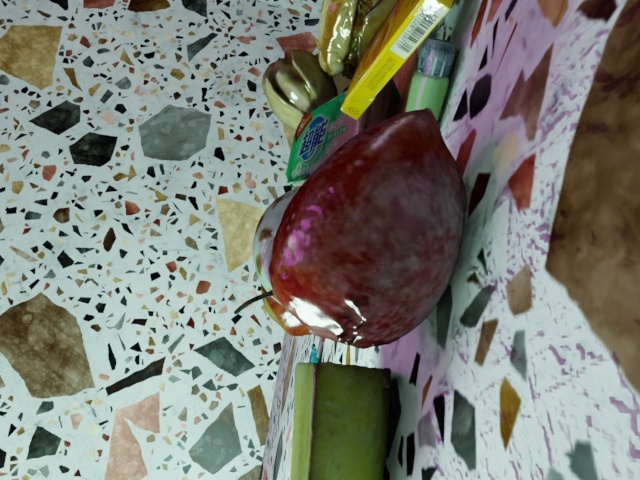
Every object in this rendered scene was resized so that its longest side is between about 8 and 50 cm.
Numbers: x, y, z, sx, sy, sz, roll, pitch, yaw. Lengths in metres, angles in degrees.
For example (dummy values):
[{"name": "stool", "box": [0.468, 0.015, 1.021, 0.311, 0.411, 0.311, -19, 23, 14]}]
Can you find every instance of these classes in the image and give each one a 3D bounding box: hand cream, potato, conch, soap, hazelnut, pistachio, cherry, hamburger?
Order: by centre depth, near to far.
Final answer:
[{"name": "cherry", "box": [0.050, -0.011, 0.479, 0.175, 0.192, 0.250, 42, 118, 39]}, {"name": "potato", "box": [0.017, 0.281, 0.592, 0.269, 0.111, 0.256, 111, 165, -74]}, {"name": "hand cream", "box": [0.132, -0.166, 0.631, 0.095, 0.045, 0.175, -87, 5, -64]}, {"name": "conch", "box": [0.000, 0.000, 0.862, 0.249, 0.197, 0.368, -38, 30, 27]}, {"name": "soap", "box": [0.040, -0.194, 0.957, 0.273, 0.097, 0.218, -2, 72, 61]}, {"name": "hamburger", "box": [0.090, -0.504, 1.004, 0.305, 0.174, 0.285, 110, 167, -54]}, {"name": "hazelnut", "box": [-0.038, 0.103, 1.081, 0.210, 0.186, 0.211, 6, -90, -80]}, {"name": "pistachio", "box": [-0.038, -0.338, 1.148, 0.182, 0.162, 0.293, 59, -175, 12]}]

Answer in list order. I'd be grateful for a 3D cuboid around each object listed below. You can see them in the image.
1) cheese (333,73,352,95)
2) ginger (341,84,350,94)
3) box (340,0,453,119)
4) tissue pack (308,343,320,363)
[{"name": "cheese", "box": [0.045, -0.393, 1.476, 0.233, 0.127, 0.266, 110, 170, -58]}, {"name": "ginger", "box": [0.078, -0.279, 1.158, 0.137, 0.089, 0.290, 74, -167, -51]}, {"name": "box", "box": [0.115, -0.299, 0.697, 0.153, 0.043, 0.269, -66, 12, -22]}, {"name": "tissue pack", "box": [-0.017, 0.329, 1.217, 0.085, 0.027, 0.138, 108, 166, -71]}]
